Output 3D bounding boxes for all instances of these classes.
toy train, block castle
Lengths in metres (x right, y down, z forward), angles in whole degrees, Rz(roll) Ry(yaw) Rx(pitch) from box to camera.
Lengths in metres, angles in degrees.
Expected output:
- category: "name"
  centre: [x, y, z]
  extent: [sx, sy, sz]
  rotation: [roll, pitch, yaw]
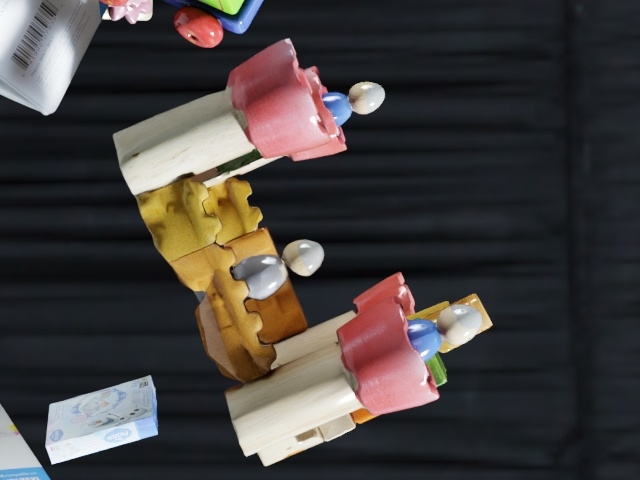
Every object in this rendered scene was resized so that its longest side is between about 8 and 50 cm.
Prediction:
- category: "toy train"
  centre: [-0.163, -0.260, 1.544]
  extent: [0.105, 0.248, 0.143]
  rotation: [-61, 166, -12]
- category: "block castle"
  centre: [0.000, 0.000, 1.639]
  extent: [0.453, 0.213, 0.303]
  rotation: [-31, 99, -87]

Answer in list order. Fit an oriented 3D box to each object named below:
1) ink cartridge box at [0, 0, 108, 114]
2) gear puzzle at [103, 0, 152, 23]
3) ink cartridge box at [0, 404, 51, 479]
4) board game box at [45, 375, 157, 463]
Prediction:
- category: "ink cartridge box"
  centre: [-0.308, -0.280, 1.772]
  extent: [0.223, 0.129, 0.307]
  rotation: [-63, 157, -7]
- category: "gear puzzle"
  centre: [-0.315, -0.333, 2.161]
  extent: [0.339, 0.044, 0.175]
  rotation: [-3, 99, -39]
- category: "ink cartridge box"
  centre: [-0.323, 0.224, 1.772]
  extent: [0.231, 0.078, 0.134]
  rotation: [46, -51, 47]
- category: "board game box"
  centre: [-0.179, 0.147, 1.599]
  extent: [0.090, 0.090, 0.020]
  rotation: [-107, -178, -72]
